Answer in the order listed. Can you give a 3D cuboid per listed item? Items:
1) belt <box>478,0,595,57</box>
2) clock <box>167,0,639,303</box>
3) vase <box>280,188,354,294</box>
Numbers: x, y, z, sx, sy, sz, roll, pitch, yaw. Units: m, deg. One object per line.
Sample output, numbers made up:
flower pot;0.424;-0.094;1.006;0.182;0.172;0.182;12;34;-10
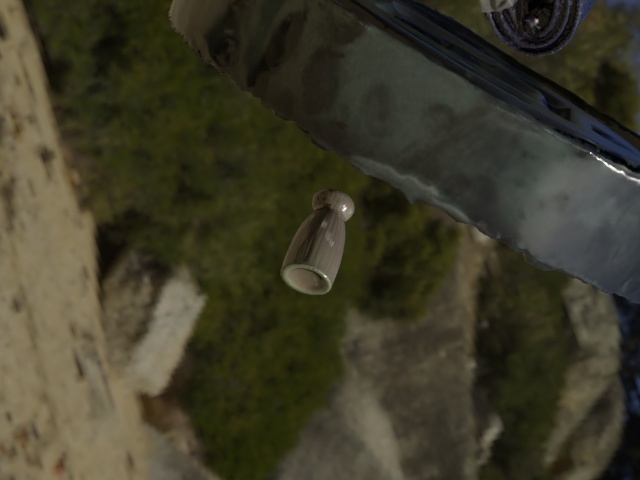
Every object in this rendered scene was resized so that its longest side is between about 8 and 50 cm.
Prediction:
belt;0.226;-0.313;1.725;0.126;0.140;0.230;-58;144;-46
clock;0.065;-0.070;0.823;0.313;0.061;0.312;29;12;-7
vase;0.000;0.000;1.579;0.053;0.053;0.100;80;25;-52
